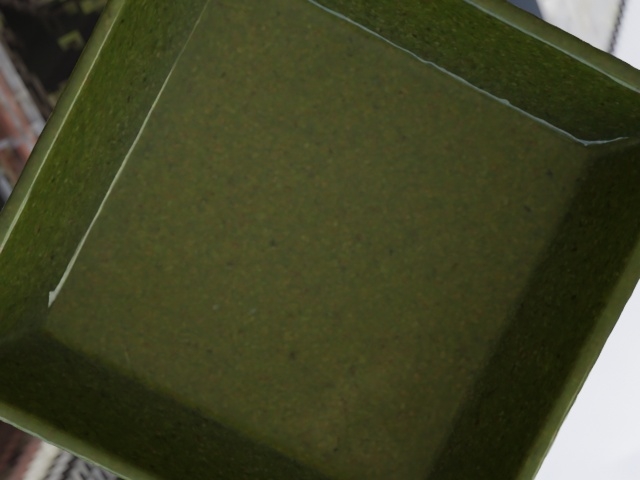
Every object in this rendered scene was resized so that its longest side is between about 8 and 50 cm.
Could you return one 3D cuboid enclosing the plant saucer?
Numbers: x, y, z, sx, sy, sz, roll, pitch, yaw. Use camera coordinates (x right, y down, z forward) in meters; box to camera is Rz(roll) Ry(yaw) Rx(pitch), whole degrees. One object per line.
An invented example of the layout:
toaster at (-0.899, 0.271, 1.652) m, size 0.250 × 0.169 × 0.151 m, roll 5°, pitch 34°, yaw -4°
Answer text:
plant saucer at (0.000, 0.000, 0.580) m, size 0.188 × 0.188 × 0.045 m, roll -63°, pitch -175°, yaw 2°
